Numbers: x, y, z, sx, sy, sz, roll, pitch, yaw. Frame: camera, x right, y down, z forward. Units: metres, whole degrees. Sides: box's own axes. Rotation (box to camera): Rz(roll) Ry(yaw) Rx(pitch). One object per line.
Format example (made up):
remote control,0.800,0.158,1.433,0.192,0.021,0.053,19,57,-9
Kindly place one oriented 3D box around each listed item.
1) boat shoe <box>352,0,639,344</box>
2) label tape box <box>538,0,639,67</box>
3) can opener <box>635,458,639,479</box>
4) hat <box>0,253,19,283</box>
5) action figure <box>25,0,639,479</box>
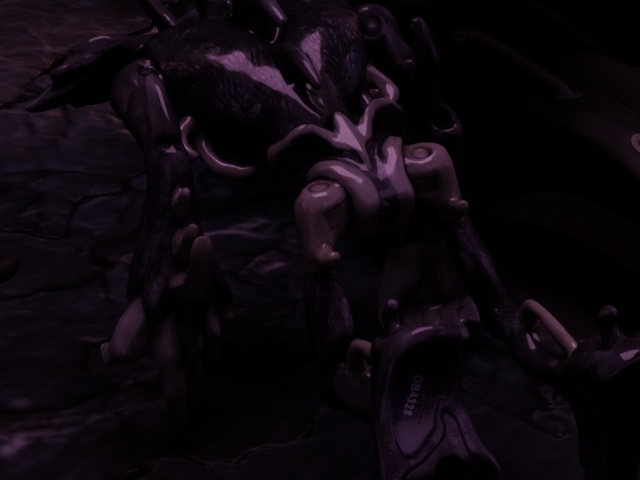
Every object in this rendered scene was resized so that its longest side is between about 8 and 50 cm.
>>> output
boat shoe,0.080,-0.029,0.721,0.095,0.112,0.335,-15,31,-42
label tape box,0.091,-0.160,0.794,0.240,0.106,0.334,16,-9,-30
can opener,0.201,0.045,0.567,0.283,0.095,0.076,-26,35,-35
hat,-0.257,-0.002,0.475,0.331,0.134,0.331,-17,-4,-1
action figure,0.000,0.000,0.623,0.164,0.141,0.275,-13,42,-24
